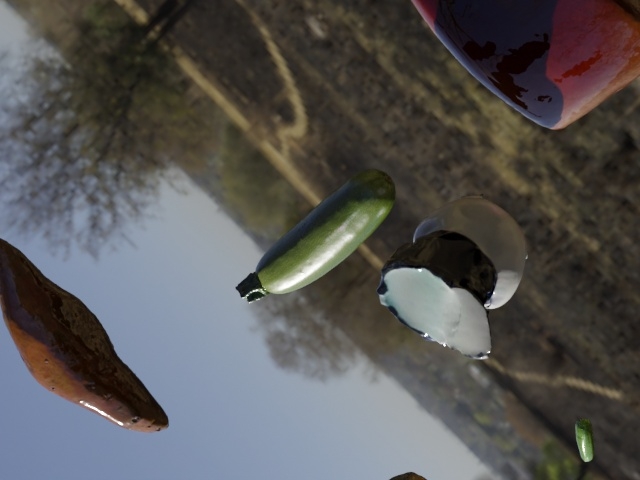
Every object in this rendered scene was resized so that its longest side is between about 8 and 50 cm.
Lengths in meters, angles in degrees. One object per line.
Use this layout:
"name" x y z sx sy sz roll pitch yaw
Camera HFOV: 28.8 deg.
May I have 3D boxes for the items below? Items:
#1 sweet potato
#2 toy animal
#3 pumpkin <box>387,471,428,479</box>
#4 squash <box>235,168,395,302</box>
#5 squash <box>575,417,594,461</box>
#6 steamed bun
"sweet potato" -0.335 0.142 1.640 0.359 0.112 0.112 57 177 -19
"toy animal" 0.177 0.039 1.525 0.166 0.179 0.138 41 148 3
"pumpkin" 0.130 0.386 1.409 0.317 0.139 0.222 43 -167 -32
"squash" 0.000 0.000 1.390 0.066 0.252 0.066 25 -135 -28
"squash" 0.379 0.287 1.777 0.027 0.027 0.089 46 160 49
"steamed bun" 0.233 -0.326 1.485 0.379 0.235 0.248 56 -153 8
